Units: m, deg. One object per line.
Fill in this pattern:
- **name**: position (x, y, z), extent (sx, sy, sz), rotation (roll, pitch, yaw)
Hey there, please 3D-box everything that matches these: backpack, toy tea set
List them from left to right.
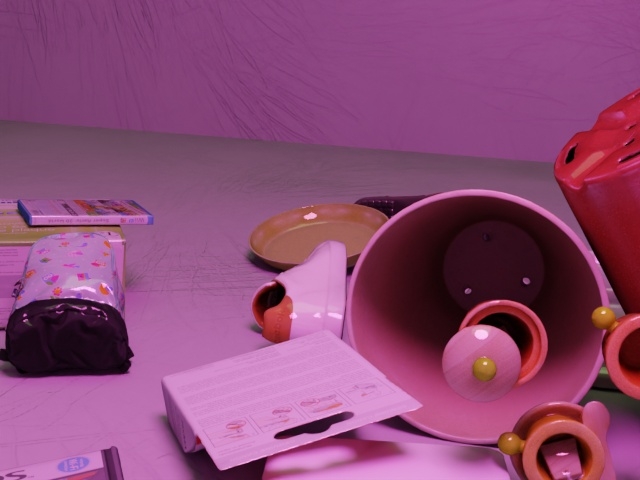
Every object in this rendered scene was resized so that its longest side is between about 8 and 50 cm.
- **backpack**: position (-0.293, 0.071, 1.123), extent (0.152, 0.115, 0.182), rotation (6, 27, -14)
- **toy tea set**: position (0.264, 0.146, 0.774), extent (0.336, 0.200, 0.124), rotation (7, 5, 3)

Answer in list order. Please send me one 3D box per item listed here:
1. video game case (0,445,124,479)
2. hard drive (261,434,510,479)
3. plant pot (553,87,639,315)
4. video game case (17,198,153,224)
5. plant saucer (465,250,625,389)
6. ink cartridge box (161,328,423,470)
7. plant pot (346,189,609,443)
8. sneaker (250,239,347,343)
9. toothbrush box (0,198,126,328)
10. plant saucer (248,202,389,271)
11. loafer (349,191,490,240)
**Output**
- **video game case**: position (-0.243, 0.231, 0.618), extent (0.248, 0.035, 0.275), rotation (-9, 16, -15)
- **hard drive**: position (0.050, 0.237, 0.703), extent (0.210, 0.040, 0.318), rotation (3, 14, 3)
- **plant pot**: position (0.380, -0.013, 0.924), extent (0.272, 0.265, 0.272), rotation (-34, 14, 10)
- **video game case**: position (-0.330, -0.040, 1.325), extent (0.166, 0.015, 0.119), rotation (-1, 13, -25)
- **plant saucer**: position (0.373, 0.084, 1.283), extent (0.400, 0.100, 0.400), rotation (3, 13, -1)
- **ink cartridge box**: position (-0.034, 0.161, 0.886), extent (0.189, 0.066, 0.232), rotation (-14, 20, -18)
- **plant pot**: position (0.182, 0.055, 1.056), extent (0.256, 0.256, 0.274), rotation (6, 11, 13)
- **sneaker**: position (-0.028, 0.062, 1.275), extent (0.123, 0.106, 0.290), rotation (5, 15, 0)
- **toothbrush box**: position (-0.389, 0.024, 1.336), extent (0.206, 0.122, 0.283), rotation (0, 13, -16)
- **plant saucer**: position (0.000, 0.000, 1.599), extent (0.241, 0.037, 0.241), rotation (-7, 24, 3)
- **loafer**: position (0.231, -0.032, 1.659), extent (0.366, 0.134, 0.130), rotation (9, 13, 29)
